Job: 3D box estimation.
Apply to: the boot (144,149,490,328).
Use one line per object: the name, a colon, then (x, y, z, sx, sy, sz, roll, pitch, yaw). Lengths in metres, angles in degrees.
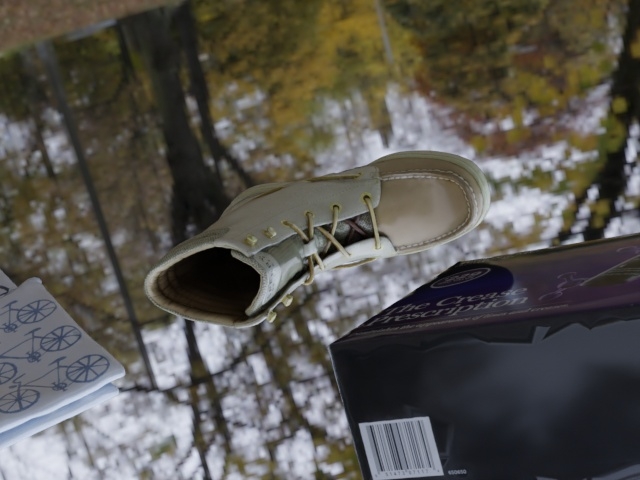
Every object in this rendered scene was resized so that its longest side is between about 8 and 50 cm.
boot: (0.000, 0.000, 0.918, 0.213, 0.077, 0.165, -7, -165, 26)

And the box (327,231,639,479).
box: (0.166, 0.061, 0.749, 0.261, 0.103, 0.184, -11, -174, 33)

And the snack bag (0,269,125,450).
snack bag: (-0.361, 0.104, 1.041, 0.323, 0.037, 0.342, -24, -149, -23)
